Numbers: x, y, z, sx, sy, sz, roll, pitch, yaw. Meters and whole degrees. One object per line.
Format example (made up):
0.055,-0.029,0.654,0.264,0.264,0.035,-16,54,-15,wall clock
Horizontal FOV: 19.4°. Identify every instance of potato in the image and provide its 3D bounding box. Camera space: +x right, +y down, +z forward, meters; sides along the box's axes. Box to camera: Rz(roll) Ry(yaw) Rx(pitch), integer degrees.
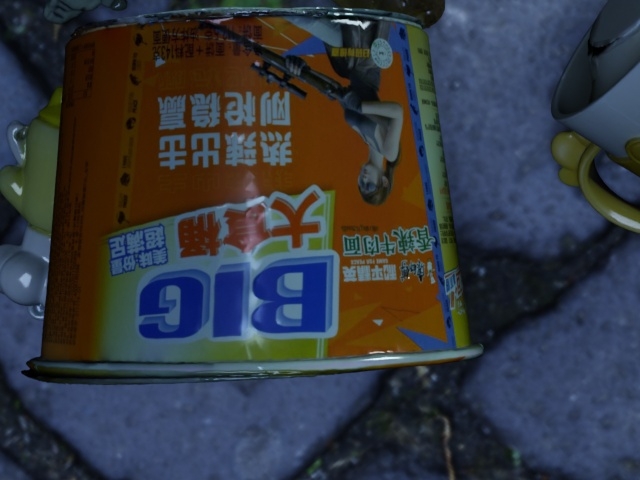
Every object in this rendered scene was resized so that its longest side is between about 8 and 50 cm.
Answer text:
0.044,-0.168,1.260,0.083,0.040,0.051,16,95,-1,potato

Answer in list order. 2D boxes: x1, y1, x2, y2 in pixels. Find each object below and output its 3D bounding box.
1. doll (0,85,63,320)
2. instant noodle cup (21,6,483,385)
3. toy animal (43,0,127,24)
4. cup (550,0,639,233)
-0.175,-0.022,1.287,0.106,0.062,0.162,17,99,-1,doll
-0.044,-0.027,1.165,0.296,0.296,0.214,-2,91,3,instant noodle cup
-0.203,-0.257,1.246,0.176,0.073,0.217,7,96,-4,toy animal
0.268,-0.077,1.213,0.226,0.185,0.241,36,134,-9,cup
